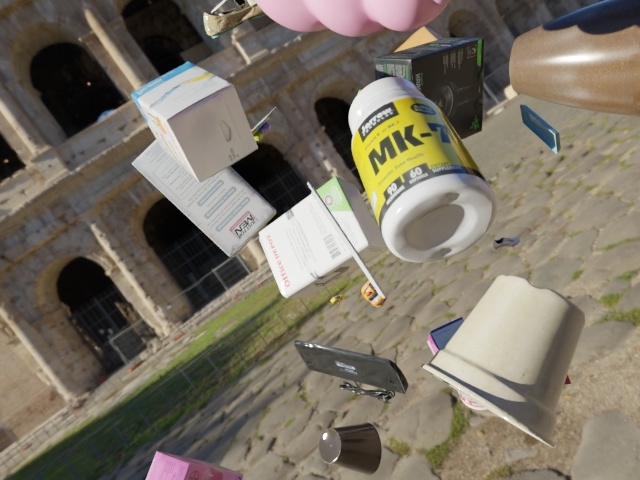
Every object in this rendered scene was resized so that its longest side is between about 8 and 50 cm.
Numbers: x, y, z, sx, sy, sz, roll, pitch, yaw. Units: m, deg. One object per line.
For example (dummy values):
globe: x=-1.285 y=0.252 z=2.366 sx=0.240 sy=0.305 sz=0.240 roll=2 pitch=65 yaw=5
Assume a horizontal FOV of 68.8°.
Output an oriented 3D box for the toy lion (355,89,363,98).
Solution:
toy lion: x=0.146 y=-0.525 z=1.776 sx=0.096 sy=0.034 sz=0.100 roll=-4 pitch=-73 yaw=-77

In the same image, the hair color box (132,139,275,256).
hair color box: x=-0.324 y=-0.146 z=1.341 sx=0.185 sy=0.374 sz=0.113 roll=-46 pitch=1 yaw=-4

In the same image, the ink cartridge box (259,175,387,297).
ink cartridge box: x=0.000 y=0.000 z=1.195 sx=0.273 sy=0.198 sz=0.115 roll=-34 pitch=-22 yaw=25

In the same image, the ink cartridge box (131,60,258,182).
ink cartridge box: x=-0.292 y=-0.279 z=1.088 sx=0.168 sy=0.171 sz=0.232 roll=-36 pitch=45 yaw=-17

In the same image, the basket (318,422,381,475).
basket: x=0.116 y=0.839 z=1.895 sx=0.154 sy=0.227 sz=0.204 roll=-29 pitch=52 yaw=38

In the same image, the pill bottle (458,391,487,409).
pill bottle: x=0.604 y=0.505 z=1.842 sx=0.176 sy=0.318 sz=0.176 roll=-18 pitch=32 yaw=12

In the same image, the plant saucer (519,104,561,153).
plant saucer: x=0.609 y=-0.314 z=1.297 sx=0.018 sy=0.067 sz=0.192 roll=-25 pitch=40 yaw=8

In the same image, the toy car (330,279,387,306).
toy car: x=0.076 y=0.125 z=0.977 sx=0.122 sy=0.060 sz=0.040 roll=-31 pitch=-20 yaw=28

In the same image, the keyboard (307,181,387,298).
keyboard: x=0.050 y=0.000 z=0.879 sx=0.014 sy=0.256 sz=0.072 roll=-34 pitch=-9 yaw=-1

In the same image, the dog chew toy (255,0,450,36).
dog chew toy: x=0.040 y=-0.382 z=0.645 sx=0.206 sy=0.332 sz=0.207 roll=-32 pitch=-41 yaw=-32

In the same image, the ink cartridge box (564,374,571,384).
ink cartridge box: x=0.637 y=0.336 z=1.279 sx=0.063 sy=0.115 sz=0.029 roll=-10 pitch=-36 yaw=6

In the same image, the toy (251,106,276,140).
toy: x=-0.237 y=-0.430 z=1.832 sx=0.137 sy=0.056 sz=0.237 roll=-51 pitch=18 yaw=-17

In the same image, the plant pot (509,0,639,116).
plant pot: x=0.492 y=-0.342 z=0.885 sx=0.230 sy=0.215 sz=0.215 roll=10 pitch=35 yaw=37

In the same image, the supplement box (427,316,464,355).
supplement box: x=0.418 y=0.334 z=1.494 sx=0.111 sy=0.114 sz=0.220 roll=-25 pitch=-21 yaw=1

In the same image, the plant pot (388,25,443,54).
plant pot: x=0.365 y=-0.584 z=1.599 sx=0.203 sy=0.291 sz=0.291 roll=-50 pitch=-4 yaw=29

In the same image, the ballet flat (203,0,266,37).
ballet flat: x=-0.189 y=-0.562 z=1.132 sx=0.206 sy=0.067 sz=0.073 roll=-28 pitch=38 yaw=-6

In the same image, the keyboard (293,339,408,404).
keyboard: x=0.085 y=0.349 z=1.240 sx=0.317 sy=0.201 sz=0.033 roll=4 pitch=41 yaw=37

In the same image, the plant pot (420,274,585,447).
plant pot: x=0.467 y=0.266 z=1.134 sx=0.305 sy=0.334 sz=0.334 roll=-58 pitch=8 yaw=-7

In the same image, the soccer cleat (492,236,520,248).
soccer cleat: x=0.567 y=0.003 z=1.424 sx=0.083 sy=0.036 sz=0.029 roll=-11 pitch=47 yaw=9

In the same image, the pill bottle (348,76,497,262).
pill bottle: x=0.103 y=-0.089 z=0.533 sx=0.119 sy=0.119 sz=0.208 roll=-33 pitch=46 yaw=20

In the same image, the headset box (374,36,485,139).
headset box: x=0.293 y=-0.373 z=1.209 sx=0.283 sy=0.246 sz=0.131 roll=-25 pitch=33 yaw=-28

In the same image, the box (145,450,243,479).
box: x=-0.335 y=0.670 z=1.171 sx=0.117 sy=0.243 sz=0.214 roll=3 pitch=62 yaw=28
